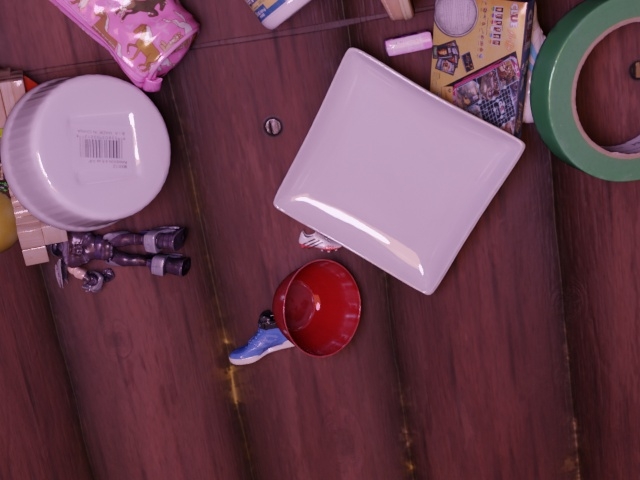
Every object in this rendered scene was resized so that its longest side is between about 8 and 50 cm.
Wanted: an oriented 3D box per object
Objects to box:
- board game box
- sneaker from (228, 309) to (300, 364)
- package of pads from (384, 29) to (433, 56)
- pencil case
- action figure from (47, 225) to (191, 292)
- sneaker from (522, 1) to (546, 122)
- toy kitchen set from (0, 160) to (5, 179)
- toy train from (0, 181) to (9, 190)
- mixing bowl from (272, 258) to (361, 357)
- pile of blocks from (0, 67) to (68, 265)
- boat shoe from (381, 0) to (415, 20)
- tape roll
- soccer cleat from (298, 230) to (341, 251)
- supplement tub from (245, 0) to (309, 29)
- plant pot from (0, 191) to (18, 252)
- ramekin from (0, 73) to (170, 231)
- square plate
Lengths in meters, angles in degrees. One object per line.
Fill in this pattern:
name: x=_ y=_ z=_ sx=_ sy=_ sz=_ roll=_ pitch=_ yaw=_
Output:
board game box: x=0.273 y=-0.298 z=1.541 sx=0.165 sy=0.042 sz=0.243 roll=15 pitch=119 yaw=27
sneaker: x=-0.117 y=0.182 z=1.746 sx=0.152 sy=0.058 sz=0.085 roll=-19 pitch=111 yaw=4
package of pads: x=0.156 y=-0.349 z=1.581 sx=0.083 sy=0.050 sz=0.032 roll=-11 pitch=106 yaw=5
pencil case: x=-0.382 y=-0.432 z=1.526 sx=0.386 sy=0.160 sz=0.167 roll=42 pitch=103 yaw=-10
action figure: x=-0.395 y=0.015 z=1.696 sx=0.285 sy=0.099 sz=0.185 roll=5 pitch=114 yaw=5
sneaker: x=0.370 y=-0.321 z=1.568 sx=0.092 sy=0.087 sz=0.229 roll=-9 pitch=112 yaw=-4
toy kitchen set: x=-0.638 y=-0.142 z=1.662 sx=0.075 sy=0.083 sz=0.068 roll=4 pitch=107 yaw=1
toy train: x=-0.630 y=-0.106 z=1.704 sx=0.083 sy=0.024 sz=0.017 roll=6 pitch=102 yaw=2
mixing bowl: x=-0.024 y=0.126 z=1.687 sx=0.181 sy=0.098 sz=0.181 roll=1 pitch=89 yaw=-38
pile of blocks: x=-0.516 y=-0.143 z=1.634 sx=0.112 sy=0.149 sz=0.362 roll=-11 pitch=98 yaw=-14
boat shoe: x=0.045 y=-0.503 z=1.496 sx=0.110 sy=0.121 sz=0.341 roll=-30 pitch=87 yaw=11
tape roll: x=0.523 y=-0.264 z=1.535 sx=0.321 sy=0.077 sz=0.321 roll=-4 pitch=107 yaw=-12
soccer cleat: x=0.000 y=0.000 z=1.704 sx=0.083 sy=0.029 sz=0.036 roll=6 pitch=111 yaw=6
supplement tub: x=-0.092 y=-0.473 z=1.506 sx=0.144 sy=0.144 sz=0.200 roll=-36 pitch=102 yaw=12
plant pot: x=-0.647 y=-0.025 z=1.692 sx=0.134 sy=0.095 sz=0.134 roll=1 pitch=107 yaw=2
ramekin: x=-0.395 y=-0.155 z=1.546 sx=0.277 sy=0.135 sz=0.277 roll=1 pitch=88 yaw=-35
square plate: x=0.132 y=-0.120 z=1.610 sx=0.347 sy=0.049 sz=0.344 roll=30 pitch=118 yaw=4
